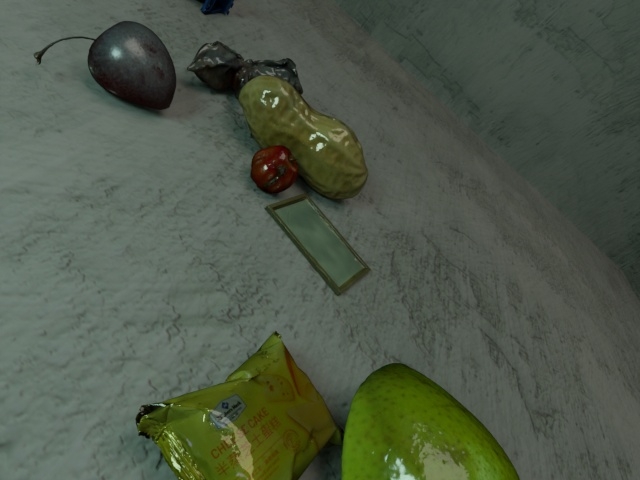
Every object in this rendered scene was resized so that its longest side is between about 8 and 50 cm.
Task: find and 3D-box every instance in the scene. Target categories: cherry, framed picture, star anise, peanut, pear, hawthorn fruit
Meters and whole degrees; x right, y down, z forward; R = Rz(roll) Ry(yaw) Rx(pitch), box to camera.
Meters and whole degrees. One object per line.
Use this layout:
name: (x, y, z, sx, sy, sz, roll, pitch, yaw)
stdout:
cherry: (-0.307, -0.259, 0.725, 0.188, 0.115, 0.148, -72, 152, -47)
framed picture: (0.000, 0.000, 0.857, 0.201, 0.010, 0.136, 50, 31, 7)
star anise: (-0.148, -0.353, 0.998, 0.257, 0.110, 0.198, 21, 39, -23)
peanut: (-0.028, -0.203, 0.931, 0.313, 0.149, 0.149, 35, 33, -15)
pear: (0.146, 0.261, 0.566, 0.288, 0.139, 0.239, 2, 62, -48)
hawthorn fruit: (-0.081, -0.131, 0.838, 0.093, 0.093, 0.093, 30, 35, -23)

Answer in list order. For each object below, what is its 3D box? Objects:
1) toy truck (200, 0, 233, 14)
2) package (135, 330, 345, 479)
toy truck: (-0.304, -0.668, 1.174, 0.208, 0.113, 0.126, 26, 37, -26)
package: (-0.063, 0.193, 0.484, 0.168, 0.090, 0.226, 53, 28, 7)
